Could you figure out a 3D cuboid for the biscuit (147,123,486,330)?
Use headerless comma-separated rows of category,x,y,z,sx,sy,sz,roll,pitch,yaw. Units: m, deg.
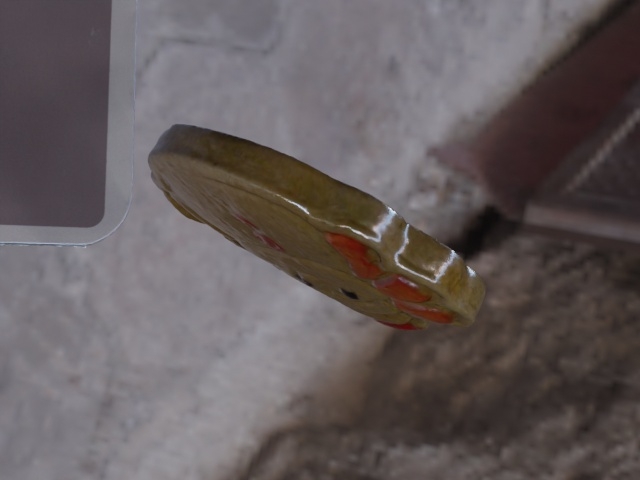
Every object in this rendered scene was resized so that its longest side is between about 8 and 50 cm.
biscuit,0.000,0.000,2.009,0.381,0.359,0.074,42,74,-42

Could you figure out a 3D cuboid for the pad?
pad,-0.191,-0.128,1.105,0.002,0.176,0.266,124,-33,-77
